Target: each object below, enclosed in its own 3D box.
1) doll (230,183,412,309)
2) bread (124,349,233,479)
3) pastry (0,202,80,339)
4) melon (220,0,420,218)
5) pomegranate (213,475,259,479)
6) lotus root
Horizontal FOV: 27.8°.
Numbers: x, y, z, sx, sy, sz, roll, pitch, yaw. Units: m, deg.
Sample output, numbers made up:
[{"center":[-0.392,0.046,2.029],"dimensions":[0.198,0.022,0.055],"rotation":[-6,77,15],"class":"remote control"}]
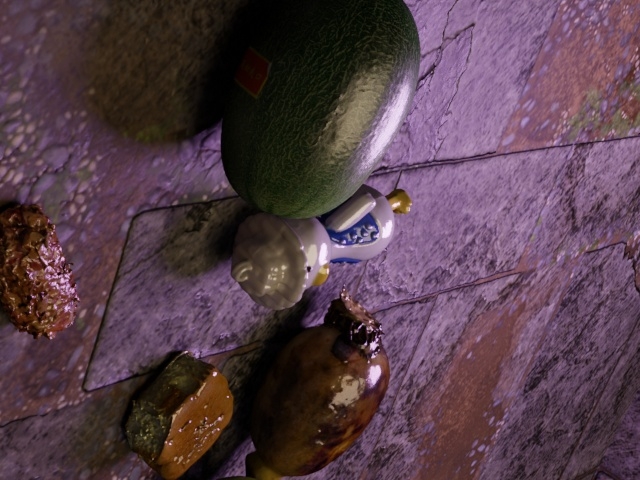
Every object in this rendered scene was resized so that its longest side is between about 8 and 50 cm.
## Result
[{"center":[0.000,0.000,1.562],"dimensions":[0.293,0.119,0.138],"rotation":[-21,159,-45],"class":"doll"},{"center":[-0.171,0.210,1.569],"dimensions":[0.140,0.069,0.128],"rotation":[-47,148,-18],"class":"bread"},{"center":[-0.272,0.039,1.255],"dimensions":[0.087,0.063,0.169],"rotation":[-44,148,-24],"class":"pastry"},{"center":[0.004,-0.158,1.345],"dimensions":[0.287,0.182,0.182],"rotation":[-59,151,9],"class":"melon"},{"center":[-0.138,0.428,1.673],"dimensions":[0.341,0.260,0.260],"rotation":[11,112,-31],"class":"pomegranate"},{"center":[-0.003,0.218,1.749],"dimensions":[0.169,0.141,0.314],"rotation":[9,116,-54],"class":"lotus root"}]
